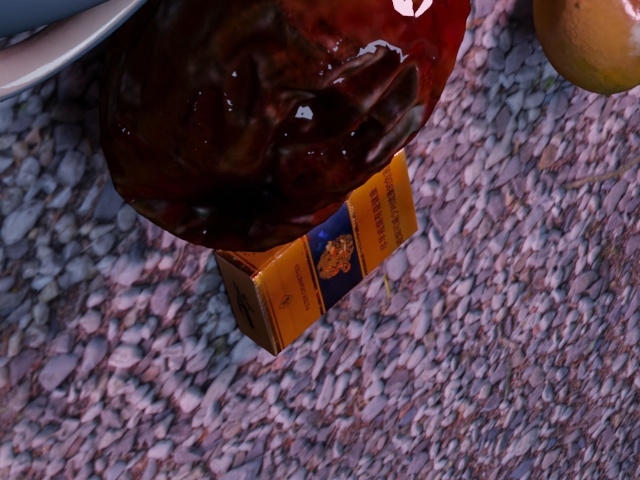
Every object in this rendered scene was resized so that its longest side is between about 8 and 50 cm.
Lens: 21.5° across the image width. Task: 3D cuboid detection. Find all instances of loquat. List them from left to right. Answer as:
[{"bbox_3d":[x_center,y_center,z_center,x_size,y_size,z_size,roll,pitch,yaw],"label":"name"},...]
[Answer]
[{"bbox_3d":[0.349,-0.271,1.954,0.213,0.213,0.213,-33,142,-30],"label":"loquat"}]

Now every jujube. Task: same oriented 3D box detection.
[{"bbox_3d":[-0.039,-0.150,1.454,0.276,0.276,0.377,-20,158,-42],"label":"jujube"}]

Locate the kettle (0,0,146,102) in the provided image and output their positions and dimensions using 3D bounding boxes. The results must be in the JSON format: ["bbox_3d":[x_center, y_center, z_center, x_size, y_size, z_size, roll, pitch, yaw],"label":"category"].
[{"bbox_3d":[-0.225,-0.234,1.228,0.342,0.247,0.319,-34,144,-12],"label":"kettle"}]

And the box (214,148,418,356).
[{"bbox_3d":[0.000,0.000,1.884,0.237,0.070,0.152,-40,146,-19],"label":"box"}]
